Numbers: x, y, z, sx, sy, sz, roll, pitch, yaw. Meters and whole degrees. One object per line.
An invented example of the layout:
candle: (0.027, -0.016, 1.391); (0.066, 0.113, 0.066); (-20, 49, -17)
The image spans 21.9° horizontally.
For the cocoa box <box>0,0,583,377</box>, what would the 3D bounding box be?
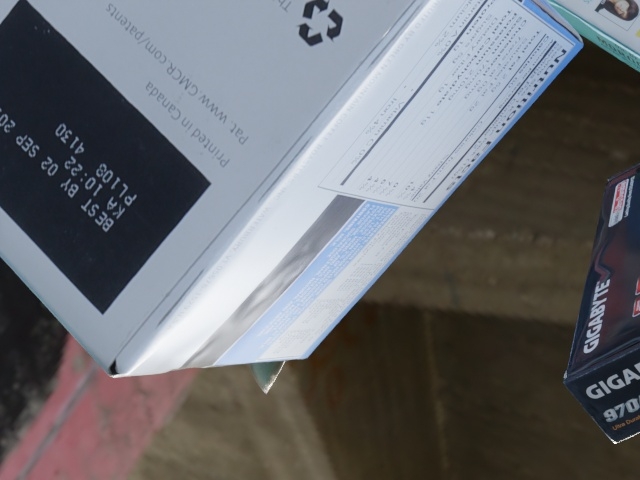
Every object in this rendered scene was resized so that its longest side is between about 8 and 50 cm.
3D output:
cocoa box: (-0.090, -0.134, 0.786); (0.347, 0.228, 0.231); (45, -77, 17)

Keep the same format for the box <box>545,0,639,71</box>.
box: (0.240, -0.174, 1.172); (0.244, 0.100, 0.060); (37, 3, 24)

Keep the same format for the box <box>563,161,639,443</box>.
box: (0.229, -0.003, 0.897); (0.175, 0.220, 0.051); (-30, -72, 30)

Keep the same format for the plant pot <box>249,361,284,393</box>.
plant pot: (0.000, 0.000, 1.217); (0.032, 0.236, 0.236); (27, -38, -1)
